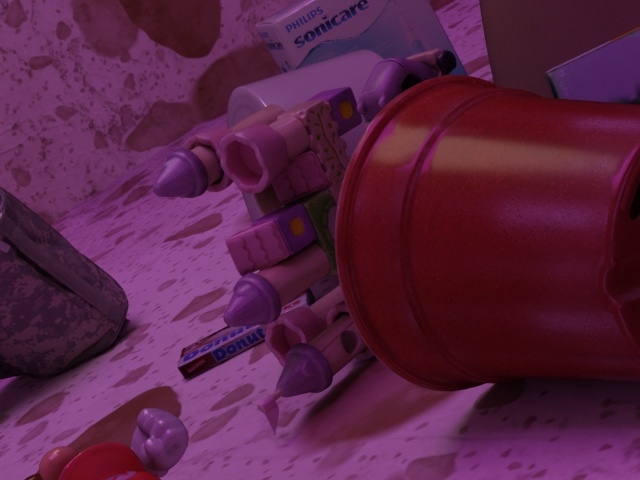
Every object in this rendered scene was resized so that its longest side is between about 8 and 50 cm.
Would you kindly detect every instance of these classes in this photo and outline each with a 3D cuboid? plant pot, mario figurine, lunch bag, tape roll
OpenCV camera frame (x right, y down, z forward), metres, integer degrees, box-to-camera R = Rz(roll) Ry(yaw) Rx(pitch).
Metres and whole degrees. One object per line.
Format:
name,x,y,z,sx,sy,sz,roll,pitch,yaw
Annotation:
plant pot,0.199,-0.001,1.182,0.272,0.272,0.265,-38,24,-30
mario figurine,-0.238,0.235,1.350,0.320,0.170,0.198,-23,48,55
lunch bag,-0.451,0.055,2.143,0.256,0.305,0.212,-10,50,39
tape roll,0.010,-0.091,1.802,0.169,0.246,0.246,-19,10,-19
plant pot,0.288,-0.203,1.634,0.256,0.274,0.256,-28,15,8

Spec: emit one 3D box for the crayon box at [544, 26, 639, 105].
crayon box,0.395,-0.146,1.363,0.323,0.203,0.083,-26,54,18

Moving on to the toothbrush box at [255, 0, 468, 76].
toothbrush box,0.077,-0.233,2.124,0.216,0.295,0.126,-33,14,-9

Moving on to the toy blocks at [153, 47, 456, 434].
toy blocks,-0.007,0.003,1.486,0.309,0.288,0.260,-11,17,48

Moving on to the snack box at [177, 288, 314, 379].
snack box,-0.089,0.111,1.813,0.178,0.022,0.064,-27,15,9
